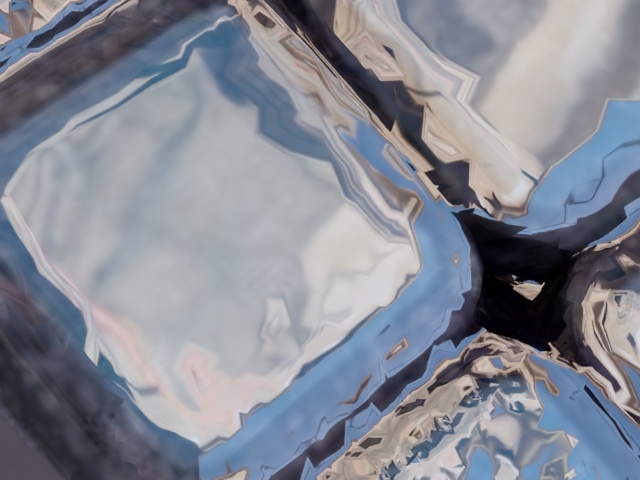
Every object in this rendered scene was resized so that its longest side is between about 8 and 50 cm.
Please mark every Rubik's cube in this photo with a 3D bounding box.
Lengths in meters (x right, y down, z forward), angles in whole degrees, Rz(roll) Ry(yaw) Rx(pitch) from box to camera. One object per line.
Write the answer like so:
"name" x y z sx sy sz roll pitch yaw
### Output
"Rubik's cube" 0.000 0.000 0.520 0.305 0.304 0.301 -38 85 -29
